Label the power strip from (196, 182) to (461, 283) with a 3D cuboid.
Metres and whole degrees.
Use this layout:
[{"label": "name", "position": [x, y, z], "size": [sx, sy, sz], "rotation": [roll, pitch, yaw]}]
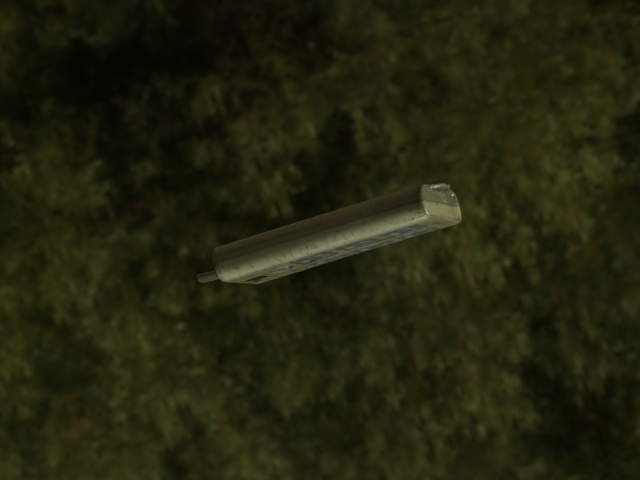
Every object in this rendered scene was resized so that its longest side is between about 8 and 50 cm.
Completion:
[{"label": "power strip", "position": [0.000, 0.000, 1.598], "size": [0.268, 0.034, 0.092], "rotation": [-17, 171, 23]}]
